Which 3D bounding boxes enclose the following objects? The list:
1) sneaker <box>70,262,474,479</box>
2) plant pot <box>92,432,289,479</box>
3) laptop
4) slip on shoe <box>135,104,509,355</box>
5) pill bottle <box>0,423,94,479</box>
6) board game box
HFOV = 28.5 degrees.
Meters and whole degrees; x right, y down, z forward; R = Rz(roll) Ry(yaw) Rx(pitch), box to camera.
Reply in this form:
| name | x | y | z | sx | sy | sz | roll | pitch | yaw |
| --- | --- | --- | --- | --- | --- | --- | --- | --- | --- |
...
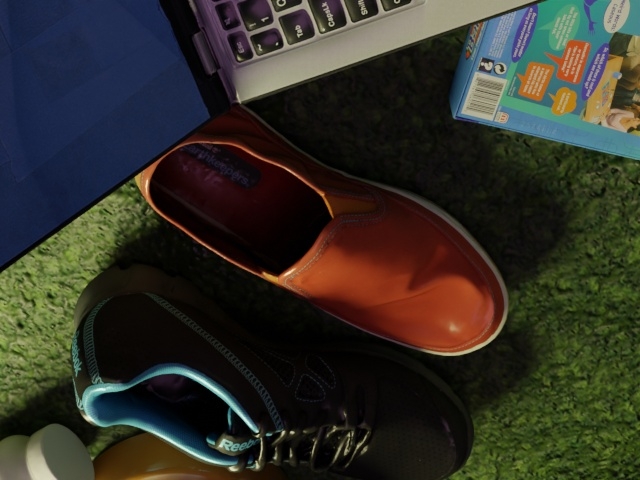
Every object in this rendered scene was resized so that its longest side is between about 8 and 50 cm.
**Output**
| name | x | y | z | sx | sy | sz | roll | pitch | yaw |
| --- | --- | --- | --- | --- | --- | --- | --- | --- | --- |
| sneaker | -0.036 | 0.139 | 0.981 | 0.340 | 0.140 | 0.125 | 19 | 117 | -13 |
| plant pot | -0.118 | 0.294 | 1.043 | 0.205 | 0.188 | 0.205 | 0 | 121 | -1 |
| laptop | -0.082 | -0.226 | 0.681 | 0.407 | 0.236 | 0.382 | -17 | 113 | 11 |
| slip on shoe | 0.000 | 0.000 | 0.923 | 0.331 | 0.101 | 0.123 | 32 | 113 | -20 |
| pill bottle | -0.267 | 0.217 | 1.053 | 0.152 | 0.086 | 0.086 | -32 | 116 | 17 |
| board game box | 0.212 | -0.140 | 0.874 | 0.210 | 0.047 | 0.160 | 13 | 119 | -8 |
